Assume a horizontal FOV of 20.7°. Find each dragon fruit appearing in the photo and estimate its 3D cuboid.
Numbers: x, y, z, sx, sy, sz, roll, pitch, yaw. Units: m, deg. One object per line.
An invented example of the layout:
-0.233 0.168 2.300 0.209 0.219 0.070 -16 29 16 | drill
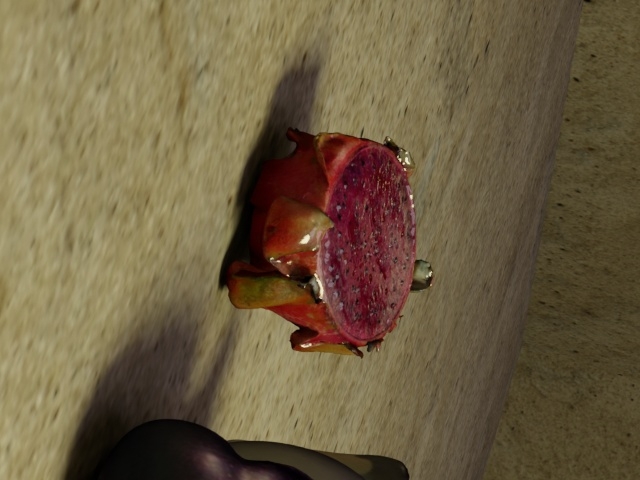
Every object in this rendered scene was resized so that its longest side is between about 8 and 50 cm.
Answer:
-0.002 -0.002 0.836 0.126 0.068 0.112 -32 121 -56 | dragon fruit

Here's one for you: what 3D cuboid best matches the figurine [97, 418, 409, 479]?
-0.029 0.131 0.719 0.222 0.145 0.145 -60 164 -88 | figurine
